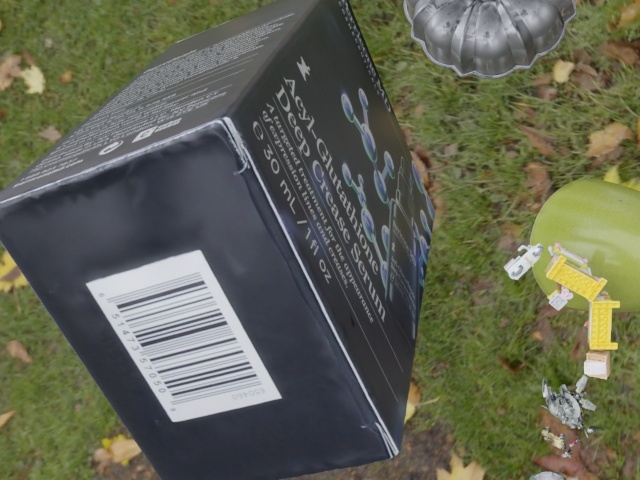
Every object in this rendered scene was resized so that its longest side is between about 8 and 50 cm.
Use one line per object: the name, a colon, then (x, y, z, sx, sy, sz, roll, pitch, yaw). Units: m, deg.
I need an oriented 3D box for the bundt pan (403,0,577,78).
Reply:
bundt pan: (0.302, -0.468, 1.480, 0.331, 0.124, 0.331, -1, 86, 17)

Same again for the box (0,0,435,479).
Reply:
box: (-0.052, -0.025, 0.745, 0.212, 0.395, 0.293, -17, 115, 21)

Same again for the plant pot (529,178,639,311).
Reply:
plant pot: (0.597, 0.023, 1.544, 0.275, 0.293, 0.274, -2, 96, -19)

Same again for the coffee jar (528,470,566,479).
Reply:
coffee jar: (0.452, 0.530, 1.605, 0.079, 0.184, 0.096, -6, 53, 14)

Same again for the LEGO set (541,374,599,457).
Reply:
LEGO set: (0.186, 0.137, 0.626, 0.054, 0.023, 0.083, 32, 134, 53)

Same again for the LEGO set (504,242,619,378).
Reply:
LEGO set: (0.462, 0.105, 1.467, 0.132, 0.107, 0.287, -37, 102, 19)
